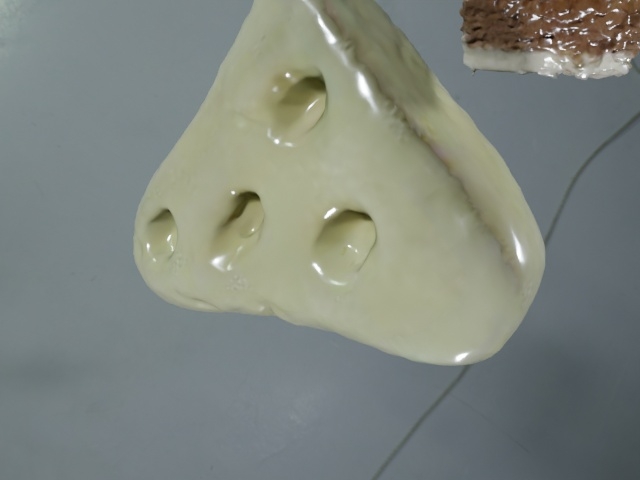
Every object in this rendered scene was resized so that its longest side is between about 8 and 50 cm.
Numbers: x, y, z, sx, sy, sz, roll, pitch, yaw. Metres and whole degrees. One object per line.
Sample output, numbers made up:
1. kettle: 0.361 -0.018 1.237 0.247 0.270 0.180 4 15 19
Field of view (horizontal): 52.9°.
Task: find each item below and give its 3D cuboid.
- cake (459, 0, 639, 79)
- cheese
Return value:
1. cake: 0.170 -0.199 0.457 0.135 0.135 0.147 11 132 16
2. cheese: 0.000 0.000 0.555 0.328 0.129 0.351 48 121 15
